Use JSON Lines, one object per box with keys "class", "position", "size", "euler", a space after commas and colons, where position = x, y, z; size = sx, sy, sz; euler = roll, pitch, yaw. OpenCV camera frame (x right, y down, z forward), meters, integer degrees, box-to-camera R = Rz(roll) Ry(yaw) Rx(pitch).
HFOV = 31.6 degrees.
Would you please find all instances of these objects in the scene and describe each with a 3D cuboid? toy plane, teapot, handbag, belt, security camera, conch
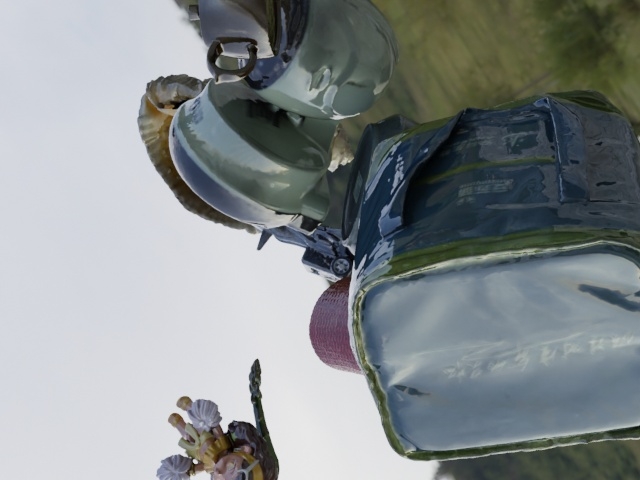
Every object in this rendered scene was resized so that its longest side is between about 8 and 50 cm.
{"class": "toy plane", "position": [-0.004, 0.011, 1.549], "size": [0.212, 0.267, 0.088], "euler": [66, -139, -66]}
{"class": "teapot", "position": [-0.070, -0.173, 0.882], "size": [0.076, 0.068, 0.121], "euler": [75, -163, -62]}
{"class": "handbag", "position": [0.154, 0.022, 0.921], "size": [0.241, 0.263, 0.222], "euler": [-80, -22, -58]}
{"class": "teapot", "position": [0.148, -0.034, 1.249], "size": [0.225, 0.171, 0.203], "euler": [11, -156, -6]}
{"class": "belt", "position": [0.100, 0.096, 1.339], "size": [0.201, 0.124, 0.128], "euler": [-13, -80, -34]}
{"class": "security camera", "position": [-0.033, -0.170, 1.290], "size": [0.191, 0.277, 0.197], "euler": [23, -149, -28]}
{"class": "conch", "position": [-0.121, -0.173, 1.899], "size": [0.352, 0.297, 0.210], "euler": [23, -161, 8]}

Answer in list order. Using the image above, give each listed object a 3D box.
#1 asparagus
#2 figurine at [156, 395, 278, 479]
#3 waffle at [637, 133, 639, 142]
{"class": "asparagus", "position": [-0.109, 0.338, 2.128], "size": [0.027, 0.034, 0.236], "euler": [-21, -79, -72]}
{"class": "figurine", "position": [-0.174, 0.350, 1.885], "size": [0.240, 0.174, 0.116], "euler": [33, -163, 27]}
{"class": "waffle", "position": [0.543, -0.114, 1.545], "size": [0.057, 0.168, 0.274], "euler": [13, -150, -28]}
